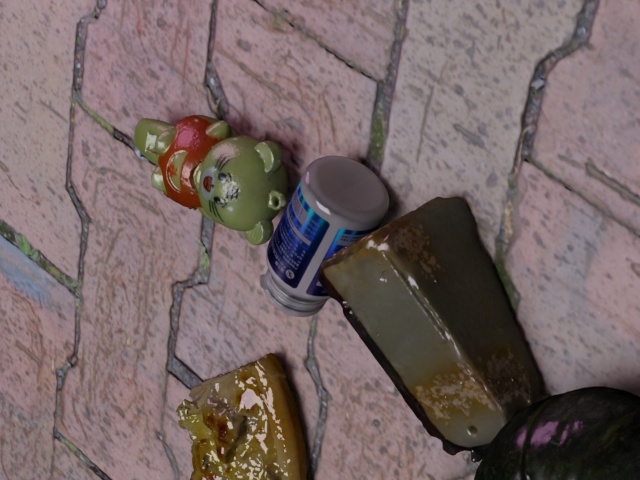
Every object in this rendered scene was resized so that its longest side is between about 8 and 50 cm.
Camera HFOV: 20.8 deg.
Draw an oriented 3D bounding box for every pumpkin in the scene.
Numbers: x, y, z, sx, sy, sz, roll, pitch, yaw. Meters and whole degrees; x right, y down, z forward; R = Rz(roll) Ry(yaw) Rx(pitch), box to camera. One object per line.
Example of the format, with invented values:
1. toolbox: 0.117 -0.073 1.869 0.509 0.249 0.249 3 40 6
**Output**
1. pumpkin: 0.284 0.296 1.765 0.300 0.207 0.300 22 122 42

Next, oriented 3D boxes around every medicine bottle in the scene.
1. medicine bottle: 0.000 0.000 2.046 0.107 0.107 0.191 50 136 23

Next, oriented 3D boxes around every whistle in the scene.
1. whistle: -0.140 -0.091 2.168 0.288 0.106 0.131 26 117 40

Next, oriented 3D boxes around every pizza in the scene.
1. pizza: -0.111 0.289 2.310 0.223 0.089 0.323 14 115 42

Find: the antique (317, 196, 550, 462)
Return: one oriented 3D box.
1. antique: 0.138 0.106 1.923 0.125 0.150 0.284 -29 91 49
